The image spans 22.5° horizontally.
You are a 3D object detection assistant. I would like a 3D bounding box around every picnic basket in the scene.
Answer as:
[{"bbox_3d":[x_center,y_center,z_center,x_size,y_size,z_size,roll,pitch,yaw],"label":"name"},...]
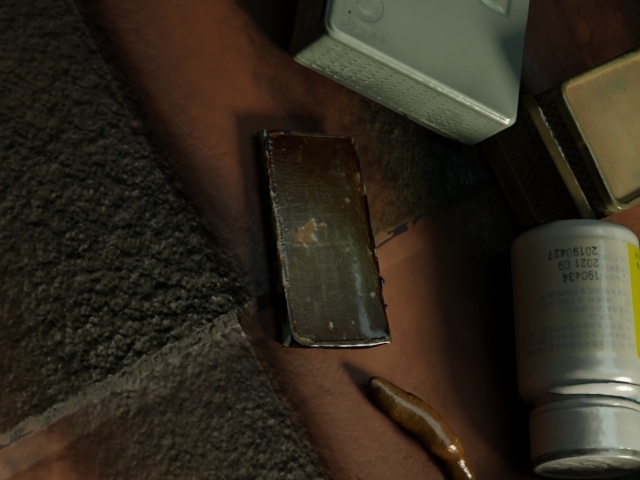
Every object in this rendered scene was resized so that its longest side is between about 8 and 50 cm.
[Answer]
[{"bbox_3d":[0.325,-0.117,1.831,0.266,0.139,0.165,-26,89,-41],"label":"picnic basket"}]

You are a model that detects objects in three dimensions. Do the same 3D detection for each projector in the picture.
[{"bbox_3d":[0.097,-0.236,1.742,0.256,0.099,0.192,23,62,-27],"label":"projector"}]

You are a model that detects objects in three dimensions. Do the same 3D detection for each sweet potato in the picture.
[{"bbox_3d":[0.113,0.197,1.630,0.179,0.044,0.044,47,53,-13],"label":"sweet potato"}]

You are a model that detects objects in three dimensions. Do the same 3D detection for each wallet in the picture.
[{"bbox_3d":[0.000,0.000,1.628,0.122,0.031,0.232,2,70,-31],"label":"wallet"}]

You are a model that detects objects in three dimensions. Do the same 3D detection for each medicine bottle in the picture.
[{"bbox_3d":[0.278,0.117,1.714,0.143,0.143,0.258,14,66,-32],"label":"medicine bottle"}]
